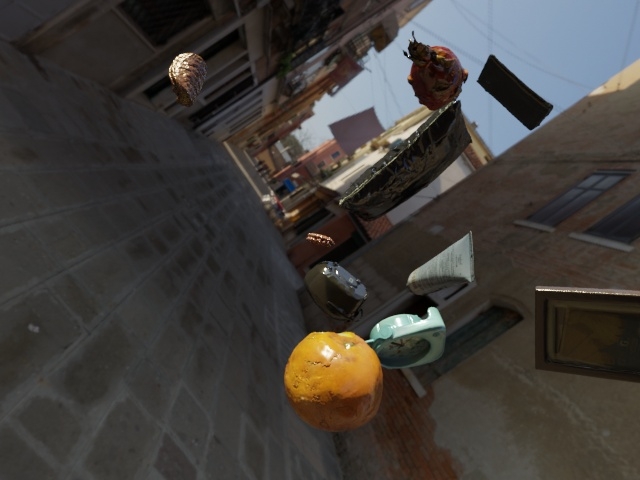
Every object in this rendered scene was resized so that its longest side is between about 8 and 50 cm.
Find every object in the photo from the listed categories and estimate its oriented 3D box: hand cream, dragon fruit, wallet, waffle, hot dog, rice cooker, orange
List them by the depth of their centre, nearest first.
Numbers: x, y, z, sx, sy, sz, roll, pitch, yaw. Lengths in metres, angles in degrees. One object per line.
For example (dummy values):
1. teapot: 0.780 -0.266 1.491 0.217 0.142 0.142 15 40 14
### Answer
1. hot dog: -0.192 -0.231 0.623 0.058 0.035 0.083 83 15 -57
2. hand cream: 0.241 0.066 0.869 0.271 0.058 0.091 119 -23 -70
3. dragon fruit: 0.249 -0.384 0.970 0.246 0.125 0.125 15 69 -52
4. orange: 0.031 0.331 1.033 0.240 0.240 0.240 56 0 1
5. rice cooker: 0.047 0.150 1.252 0.203 0.118 0.142 40 20 3
6. waffle: 0.000 0.000 1.265 0.083 0.029 0.075 13 -7 21
7. wallet: 0.663 -0.509 1.494 0.285 0.030 0.146 50 -12 14

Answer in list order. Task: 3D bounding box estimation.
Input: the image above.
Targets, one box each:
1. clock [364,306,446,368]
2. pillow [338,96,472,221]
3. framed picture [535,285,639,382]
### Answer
1. clock: 0.265 0.326 1.406 0.094 0.274 0.224 -99 -179 -46
2. pillow: 0.126 -0.103 0.631 0.055 0.208 0.141 56 14 21
3. framed picture: 0.399 0.133 0.613 0.023 0.168 0.128 -23 110 -59
